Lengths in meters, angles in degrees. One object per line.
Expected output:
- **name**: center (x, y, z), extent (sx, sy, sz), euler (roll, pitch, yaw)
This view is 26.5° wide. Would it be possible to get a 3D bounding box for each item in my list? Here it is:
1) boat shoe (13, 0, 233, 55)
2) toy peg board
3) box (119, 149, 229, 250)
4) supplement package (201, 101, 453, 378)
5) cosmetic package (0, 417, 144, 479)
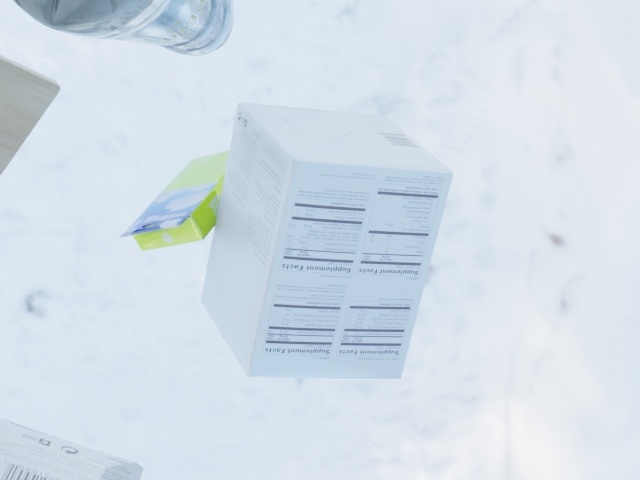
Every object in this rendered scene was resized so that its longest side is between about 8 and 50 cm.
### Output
- **boat shoe**: center (-0.153, -0.221, 0.703), extent (0.118, 0.320, 0.103), euler (-44, 156, 14)
- **toy peg board**: center (-0.472, -0.195, 1.854), extent (0.161, 0.079, 0.161), euler (24, 110, -43)
- **box**: center (-0.159, -0.048, 1.685), extent (0.109, 0.178, 0.042), euler (-10, 120, 37)
- **supplement package**: center (0.000, 0.000, 1.583), extent (0.198, 0.199, 0.263), euler (3, 112, -24)
- **cosmetic package**: center (-0.259, 0.283, 1.190), extent (0.151, 0.151, 0.184), euler (20, 106, -5)
